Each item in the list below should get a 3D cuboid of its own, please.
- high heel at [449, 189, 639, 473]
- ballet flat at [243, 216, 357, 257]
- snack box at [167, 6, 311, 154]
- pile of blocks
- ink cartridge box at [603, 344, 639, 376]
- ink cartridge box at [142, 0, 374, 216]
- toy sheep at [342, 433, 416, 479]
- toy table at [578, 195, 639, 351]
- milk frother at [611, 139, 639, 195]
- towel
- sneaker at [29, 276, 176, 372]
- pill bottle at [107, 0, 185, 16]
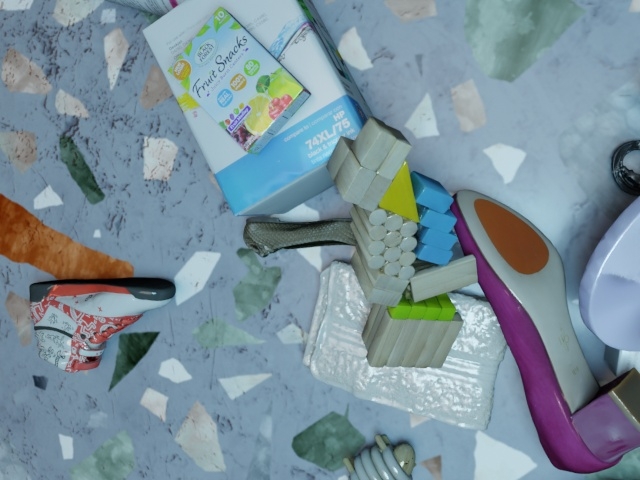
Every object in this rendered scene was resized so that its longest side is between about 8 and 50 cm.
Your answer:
[{"bbox_3d":[0.252,0.119,0.766,0.377,0.127,0.181,61,146,22],"label":"high heel"},{"bbox_3d":[0.000,0.000,0.858,0.250,0.084,0.058,2,78,20],"label":"ballet flat"},{"bbox_3d":[-0.095,-0.184,0.693,0.100,0.037,0.141,-45,81,12],"label":"snack box"},{"bbox_3d":[0.100,0.002,0.731,0.149,0.112,0.362,-15,126,-4],"label":"pile of blocks"},{"bbox_3d":[0.483,0.100,0.728,0.220,0.092,0.160,6,95,15],"label":"ink cartridge box"},{"bbox_3d":[-0.062,-0.197,0.805,0.197,0.198,0.270,-29,86,15],"label":"ink cartridge box"},{"bbox_3d":[0.082,0.339,0.857,0.132,0.091,0.091,-39,83,9],"label":"toy sheep"},{"bbox_3d":[0.408,0.028,0.584,0.252,0.161,0.274,34,102,-13],"label":"toy table"},{"bbox_3d":[0.428,-0.119,0.707,0.129,0.135,0.143,26,98,27],"label":"milk frother"},{"bbox_3d":[0.120,0.146,0.854,0.282,0.049,0.187,13,97,14],"label":"towel"},{"bbox_3d":[-0.348,0.137,0.961,0.270,0.090,0.144,-2,94,19],"label":"sneaker"},{"bbox_3d":[-0.257,-0.417,0.857,0.283,0.160,0.160,21,99,22],"label":"pill bottle"}]
